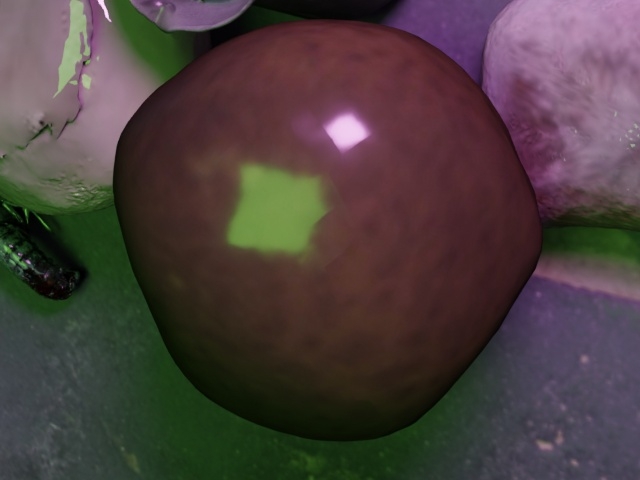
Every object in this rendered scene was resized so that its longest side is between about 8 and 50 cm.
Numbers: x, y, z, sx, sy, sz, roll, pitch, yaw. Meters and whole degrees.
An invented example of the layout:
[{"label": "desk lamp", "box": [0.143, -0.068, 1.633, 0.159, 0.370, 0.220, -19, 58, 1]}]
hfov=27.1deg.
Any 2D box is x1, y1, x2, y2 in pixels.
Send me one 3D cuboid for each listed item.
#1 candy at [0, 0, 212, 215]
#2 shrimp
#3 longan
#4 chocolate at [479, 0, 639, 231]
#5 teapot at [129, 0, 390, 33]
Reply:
[{"label": "candy", "box": [-0.202, -0.156, 1.047, 0.295, 0.185, 0.295, 9, 104, 42]}, {"label": "shrimp", "box": [-0.286, -0.018, 1.205, 0.174, 0.076, 0.082, 45, 99, 9]}, {"label": "longan", "box": [0.000, 0.000, 0.914, 0.288, 0.288, 0.350, 39, 155, 13]}, {"label": "chocolate", "box": [0.240, -0.081, 0.880, 0.303, 0.100, 0.185, 4, 111, 31]}, {"label": "teapot", "box": [-0.025, -0.234, 0.896, 0.171, 0.225, 0.203, 43, 121, 9]}]
